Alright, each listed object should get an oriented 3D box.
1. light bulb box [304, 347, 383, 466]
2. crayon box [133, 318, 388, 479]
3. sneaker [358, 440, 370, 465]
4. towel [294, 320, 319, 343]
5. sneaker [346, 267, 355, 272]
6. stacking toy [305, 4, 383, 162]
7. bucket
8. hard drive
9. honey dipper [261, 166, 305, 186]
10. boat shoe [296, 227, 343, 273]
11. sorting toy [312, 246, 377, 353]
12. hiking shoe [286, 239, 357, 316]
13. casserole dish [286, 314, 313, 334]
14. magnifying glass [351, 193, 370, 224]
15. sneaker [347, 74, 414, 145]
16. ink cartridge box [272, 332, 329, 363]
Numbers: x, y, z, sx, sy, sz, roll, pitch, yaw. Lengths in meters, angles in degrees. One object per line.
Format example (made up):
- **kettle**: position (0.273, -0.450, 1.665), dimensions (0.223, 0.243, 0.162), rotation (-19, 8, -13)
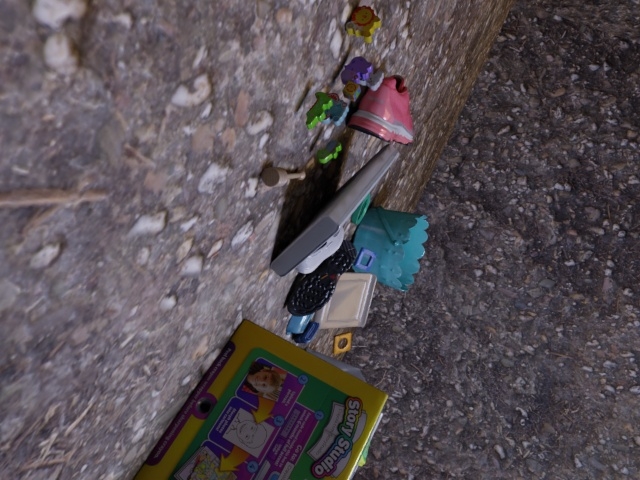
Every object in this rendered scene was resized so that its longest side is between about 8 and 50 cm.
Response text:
- **light bulb box**: position (-0.006, 0.600, 1.701), dimensions (0.361, 0.225, 0.358), rotation (-65, -170, 4)
- **crayon box**: position (-0.097, 0.370, 0.937), dimensions (0.363, 0.313, 0.106), rotation (-56, 165, -30)
- **sneaker**: position (0.076, 0.415, 1.156), dimensions (0.123, 0.109, 0.295), rotation (-55, 165, -22)
- **towel**: position (-0.040, 0.267, 1.516), dimensions (0.067, 0.029, 0.119), rotation (-58, -171, -20)
- **sneaker**: position (0.050, 0.170, 1.702), dimensions (0.188, 0.066, 0.071), rotation (-49, 178, -27)
- **stacking toy**: position (0.037, -0.252, 0.887), dimensions (0.221, 0.052, 0.167), rotation (-60, 165, -9)
- **bucket**: position (0.233, 0.021, 1.768), dimensions (0.281, 0.183, 0.281), rotation (-48, 147, -46)
- **hard drive**: position (0.034, -0.067, 1.070), dimensions (0.203, 0.040, 0.307), rotation (-41, -173, 43)
- **honey dipper**: position (-0.052, -0.103, 0.852), dimensions (0.030, 0.031, 0.161), rotation (-67, 169, 13)
- **boat shoe**: position (0.000, 0.000, 1.200), dimensions (0.184, 0.066, 0.063), rotation (-39, 155, -41)
- **sorting toy**: position (0.069, 0.182, 1.621), dimensions (0.196, 0.047, 0.347), rotation (5, 103, -36)
- **hiking shoe**: position (0.002, 0.094, 1.304), dimensions (0.227, 0.086, 0.114), rotation (-48, -173, -2)
- **casserole dish**: position (-0.036, 0.184, 1.452), dimensions (0.188, 0.037, 0.114), rotation (-62, 167, -3)
- **magnifying glass**: position (0.126, -0.128, 1.517), dimensions (0.092, 0.026, 0.231), rotation (-56, 164, -31)
- **sneaker**: position (0.163, -0.289, 1.156), dimensions (0.136, 0.116, 0.314), rotation (-69, 166, 15)
- **ink cartridge box**: position (-0.100, 0.391, 1.168), dimensions (0.306, 0.226, 0.131), rotation (-64, 167, 2)
